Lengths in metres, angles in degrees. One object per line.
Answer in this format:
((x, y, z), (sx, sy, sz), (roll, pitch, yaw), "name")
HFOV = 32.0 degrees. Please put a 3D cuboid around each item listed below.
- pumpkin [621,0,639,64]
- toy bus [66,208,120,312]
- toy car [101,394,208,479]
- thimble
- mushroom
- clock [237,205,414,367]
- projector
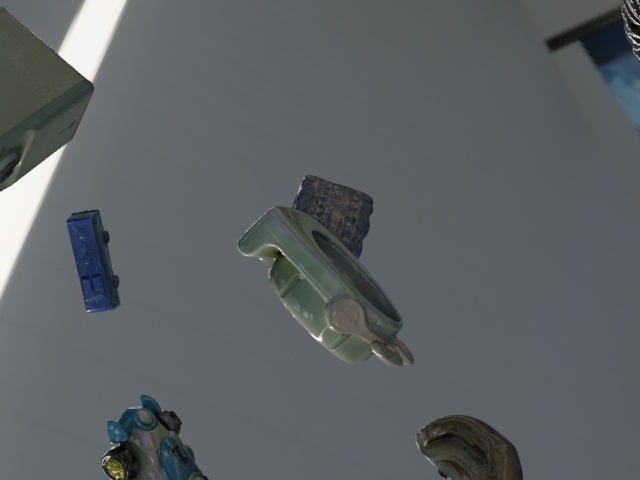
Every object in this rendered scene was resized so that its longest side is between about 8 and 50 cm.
((0.355, -0.204, 0.977), (0.202, 0.140, 0.202), (51, 171, 11), "pumpkin")
((-0.334, 0.033, 1.638), (0.051, 0.153, 0.061), (-8, -169, 7), "toy bus")
((-0.169, 0.260, 1.265), (0.098, 0.161, 0.126), (-3, -162, 30), "toy car")
((0.001, -0.002, 1.402), (0.098, 0.150, 0.150), (19, -154, -4), "thimble")
((0.199, 0.280, 1.387), (0.072, 0.094, 0.210), (31, -177, -30), "mushroom")
((0.014, 0.053, 1.061), (0.191, 0.062, 0.151), (48, -171, 14), "clock")
((-0.441, -0.165, 1.447), (0.177, 0.163, 0.242), (40, -136, 2), "projector")
